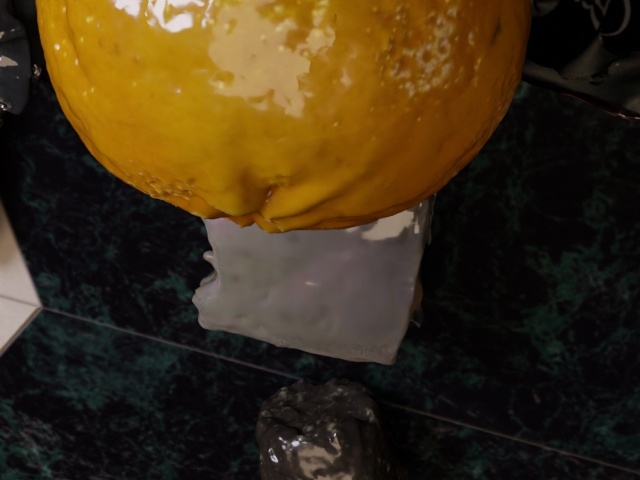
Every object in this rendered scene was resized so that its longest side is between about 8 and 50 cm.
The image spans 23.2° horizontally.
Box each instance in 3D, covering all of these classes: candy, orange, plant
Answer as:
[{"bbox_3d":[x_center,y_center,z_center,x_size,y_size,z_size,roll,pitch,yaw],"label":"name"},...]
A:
[{"bbox_3d":[0.000,0.000,1.262,0.195,0.137,0.184,11,121,2],"label":"candy"},{"bbox_3d":[-0.026,-0.148,1.047,0.341,0.340,0.293,11,79,4],"label":"orange"},{"bbox_3d":[0.012,0.229,1.397,0.129,0.132,0.194,-7,114,18],"label":"plant"}]

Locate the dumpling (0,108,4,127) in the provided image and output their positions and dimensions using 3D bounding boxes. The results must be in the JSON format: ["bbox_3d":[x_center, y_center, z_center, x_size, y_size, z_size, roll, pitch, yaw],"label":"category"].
[{"bbox_3d":[-0.334,-0.127,1.277,0.166,0.086,0.332,16,119,3],"label":"dumpling"}]

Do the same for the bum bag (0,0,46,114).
[{"bbox_3d":[-0.215,-0.210,1.185,0.123,0.060,0.248,23,109,-35],"label":"bum bag"}]

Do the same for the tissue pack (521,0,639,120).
[{"bbox_3d":[0.306,-0.176,1.104,0.332,0.123,0.245,20,126,0],"label":"tissue pack"}]
